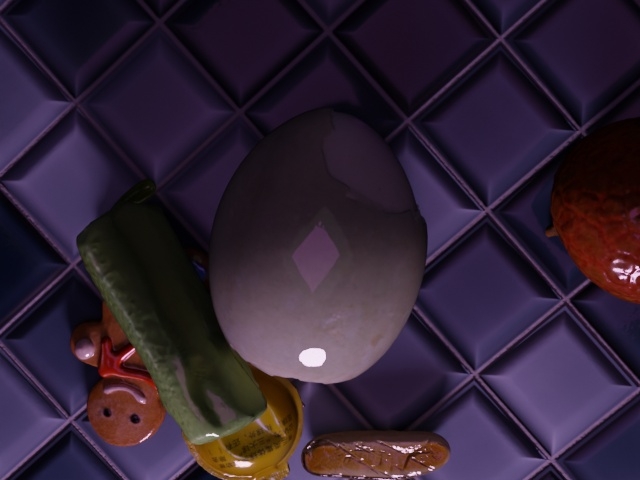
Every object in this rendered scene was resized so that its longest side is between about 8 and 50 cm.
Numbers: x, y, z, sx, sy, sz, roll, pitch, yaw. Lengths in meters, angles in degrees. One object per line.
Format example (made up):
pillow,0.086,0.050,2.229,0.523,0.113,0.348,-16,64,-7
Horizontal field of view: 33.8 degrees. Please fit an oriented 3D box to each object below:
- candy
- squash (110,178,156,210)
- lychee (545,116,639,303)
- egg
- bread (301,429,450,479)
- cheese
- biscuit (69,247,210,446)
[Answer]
candy,-0.199,0.106,1.402,0.132,0.142,0.343,-29,84,-19
squash,-0.270,-0.057,1.496,0.089,0.027,0.027,-36,94,13
lychee,0.413,-0.032,1.336,0.255,0.255,0.300,49,133,-3
egg,0.000,0.000,1.351,0.278,0.278,0.336,14,105,3
bread,0.079,0.306,1.505,0.214,0.053,0.073,-4,94,9
cheese,-0.121,0.225,1.491,0.177,0.069,0.270,-24,97,-11
biscuit,-0.259,0.150,1.519,0.206,0.049,0.323,19,102,2
